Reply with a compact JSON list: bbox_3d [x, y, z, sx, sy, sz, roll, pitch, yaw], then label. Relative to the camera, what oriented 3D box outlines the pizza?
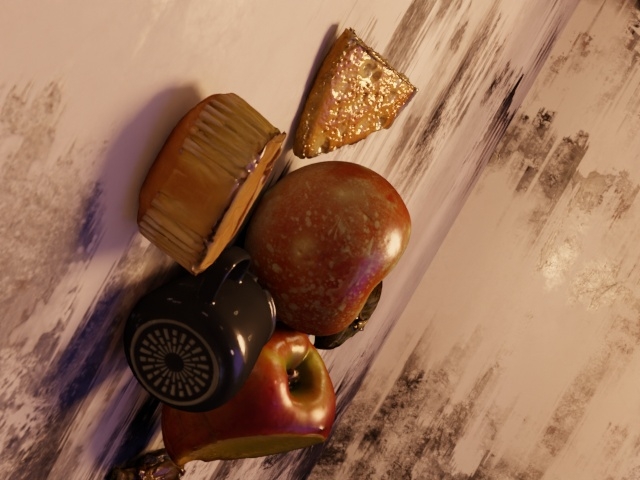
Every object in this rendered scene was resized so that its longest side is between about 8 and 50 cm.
[{"bbox_3d":[0.036,-0.213,1.177,0.188,0.080,0.204,13,119,-50],"label":"pizza"}]

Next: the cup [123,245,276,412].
[{"bbox_3d":[-0.140,0.100,0.991,0.223,0.169,0.176,-63,170,25],"label":"cup"}]

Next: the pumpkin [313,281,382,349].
[{"bbox_3d":[0.038,0.125,1.619,0.238,0.159,0.238,-52,167,-17],"label":"pumpkin"}]

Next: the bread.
[{"bbox_3d":[-0.125,-0.068,0.852,0.191,0.114,0.132,-54,176,13],"label":"bread"}]

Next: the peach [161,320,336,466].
[{"bbox_3d":[-0.123,0.250,1.206,0.274,0.248,0.245,-31,-147,22],"label":"peach"}]

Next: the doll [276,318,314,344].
[{"bbox_3d":[-0.076,0.228,1.464,0.215,0.161,0.257,-108,-139,-76],"label":"doll"}]

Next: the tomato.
[{"bbox_3d":[0.000,0.000,1.163,0.270,0.222,0.270,-52,-176,5],"label":"tomato"}]

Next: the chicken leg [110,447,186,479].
[{"bbox_3d":[-0.281,0.379,1.264,0.093,0.070,0.178,-38,157,16],"label":"chicken leg"}]
